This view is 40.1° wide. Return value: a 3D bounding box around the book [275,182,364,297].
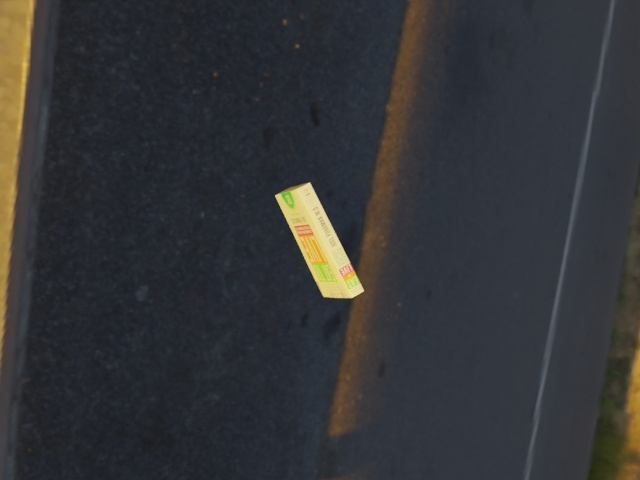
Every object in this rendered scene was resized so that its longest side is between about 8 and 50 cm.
[{"bbox_3d":[0.000,0.000,1.067,0.035,0.096,0.144,-29,97,-15],"label":"book"}]
